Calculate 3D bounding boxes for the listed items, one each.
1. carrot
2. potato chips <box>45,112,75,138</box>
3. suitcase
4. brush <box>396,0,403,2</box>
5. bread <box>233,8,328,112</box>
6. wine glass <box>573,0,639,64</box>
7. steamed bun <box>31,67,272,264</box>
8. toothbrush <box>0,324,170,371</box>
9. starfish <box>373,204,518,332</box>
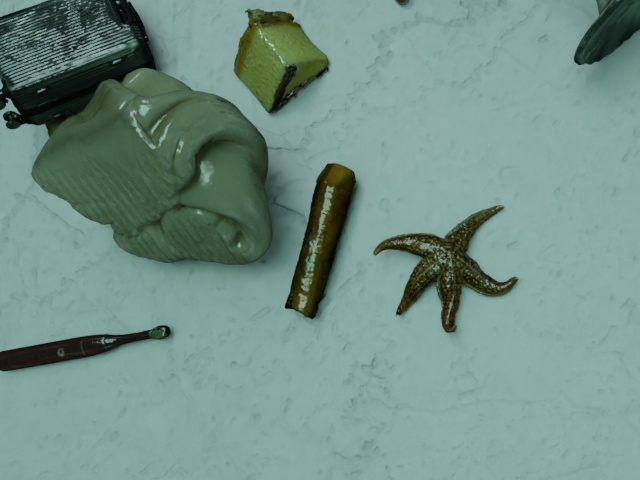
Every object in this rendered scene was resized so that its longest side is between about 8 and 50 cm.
[{"bbox_3d":[0.000,0.000,1.140,0.070,0.070,0.260,13,85,20],"label":"carrot"},{"bbox_3d":[-0.460,-0.163,1.331,0.080,0.057,0.406,-38,69,10],"label":"potato chips"},{"bbox_3d":[-0.485,-0.355,1.310,0.312,0.128,0.202,-25,70,-8],"label":"suitcase"},{"bbox_3d":[0.087,-0.567,1.246,0.065,0.070,0.327,-28,72,0],"label":"brush"},{"bbox_3d":[-0.082,-0.324,1.244,0.147,0.127,0.152,56,131,19],"label":"bread"},{"bbox_3d":[0.331,-0.474,1.047,0.267,0.267,0.406,-39,73,6],"label":"wine glass"},{"bbox_3d":[-0.253,-0.133,1.134,0.368,0.342,0.255,-3,52,24],"label":"steamed bun"},{"bbox_3d":[-0.436,0.195,1.251,0.364,0.041,0.040,-11,74,16],"label":"toothbrush"},{"bbox_3d":[0.199,0.029,1.072,0.213,0.057,0.238,33,90,15],"label":"starfish"}]
